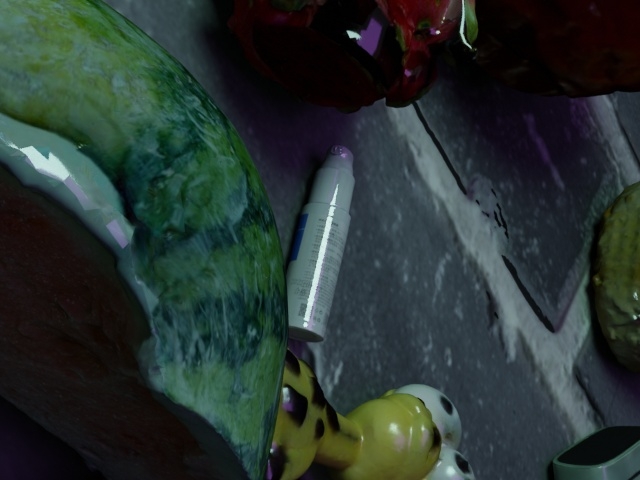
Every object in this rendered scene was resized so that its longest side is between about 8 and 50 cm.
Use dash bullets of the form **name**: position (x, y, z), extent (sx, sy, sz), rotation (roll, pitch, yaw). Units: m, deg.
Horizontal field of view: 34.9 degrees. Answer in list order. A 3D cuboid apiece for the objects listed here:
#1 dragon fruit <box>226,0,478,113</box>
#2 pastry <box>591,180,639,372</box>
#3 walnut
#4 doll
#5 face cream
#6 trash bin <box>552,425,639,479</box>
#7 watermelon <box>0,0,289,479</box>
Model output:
- **dragon fruit**: position (0.035, -0.167, 0.632), extent (0.172, 0.167, 0.160), rotation (-61, 171, -20)
- **pastry**: position (0.334, 0.035, 0.967), extent (0.182, 0.093, 0.192), rotation (27, 68, -38)
- **walnut**: position (0.192, -0.247, 0.778), extent (0.244, 0.222, 0.269), rotation (-89, 162, -56)
- **doll**: position (0.011, 0.119, 0.621), extent (0.291, 0.086, 0.117), rotation (31, 32, -41)
- **face cream**: position (0.000, 0.000, 0.662), extent (0.034, 0.034, 0.130), rotation (30, 64, -40)
- **trash bin**: position (0.255, 0.239, 0.883), extent (0.116, 0.059, 0.130), rotation (-14, 96, -46)
- **watermelon**: position (-0.109, 0.000, 0.430), extent (0.305, 0.180, 0.224), rotation (43, 13, -16)
